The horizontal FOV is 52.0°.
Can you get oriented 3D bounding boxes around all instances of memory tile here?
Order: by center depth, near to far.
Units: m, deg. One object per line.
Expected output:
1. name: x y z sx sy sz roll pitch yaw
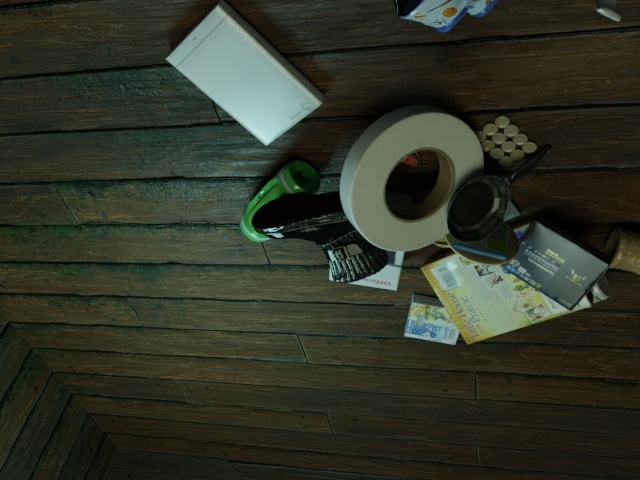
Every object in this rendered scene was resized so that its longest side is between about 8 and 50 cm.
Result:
1. memory tile: 0.479 -0.258 1.711 0.148 0.012 0.113 36 134 -23

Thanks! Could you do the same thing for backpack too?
1. backpack: 0.254 -0.556 1.290 0.213 0.277 0.263 19 143 -25

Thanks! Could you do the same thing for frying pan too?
1. frying pan: 0.442 -0.140 1.713 0.197 0.053 0.326 18 109 -32

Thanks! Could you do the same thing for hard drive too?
1. hard drive: -0.194 -0.421 1.695 0.353 0.047 0.233 39 133 -25
2. hard drive: 0.492 -0.086 1.886 0.135 0.022 0.094 -24 126 35

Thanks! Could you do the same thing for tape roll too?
1. tape roll: 0.239 -0.153 1.688 0.392 0.072 0.392 -11 121 -19

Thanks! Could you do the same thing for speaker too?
1. speaker: -0.126 -0.112 1.952 0.131 0.131 0.296 31 136 -18

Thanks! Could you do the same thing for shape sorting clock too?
1. shape sorting clock: 0.446 -0.005 1.813 0.206 0.206 0.040 10 138 5

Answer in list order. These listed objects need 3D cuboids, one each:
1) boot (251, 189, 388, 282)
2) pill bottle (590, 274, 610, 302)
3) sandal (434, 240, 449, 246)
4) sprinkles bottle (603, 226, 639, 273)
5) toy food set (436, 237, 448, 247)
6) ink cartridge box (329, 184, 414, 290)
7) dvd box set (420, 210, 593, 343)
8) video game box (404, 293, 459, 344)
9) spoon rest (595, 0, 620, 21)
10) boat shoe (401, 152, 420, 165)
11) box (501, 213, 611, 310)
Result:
1. boot: 0.000 0.003 1.843 0.348 0.131 0.260 -5 132 18
2. pill bottle: 0.757 0.154 2.001 0.208 0.118 0.117 -28 124 36
3. sandal: 0.344 -0.009 1.872 0.240 0.079 0.088 -12 139 -26
4. sprinkles bottle: 0.986 0.057 1.831 0.355 0.121 0.121 13 138 2
5. toy food set: 0.380 -0.010 2.001 0.083 0.020 0.082 -16 130 30
6. ink cartridge box: 0.149 -0.003 1.989 0.223 0.129 0.307 9 137 5
7. dvd box set: 0.556 0.126 1.987 0.420 0.062 0.308 -27 100 36
8. video game box: 0.399 0.278 2.289 0.187 0.048 0.205 7 138 4
9. spoon rest: 0.639 -0.577 1.287 0.137 0.084 0.276 22 124 -10
10. boat shoe: 0.210 -0.237 1.785 0.137 0.043 0.049 28 135 -16
11. box: 0.652 0.061 1.824 0.232 0.059 0.183 33 125 9
